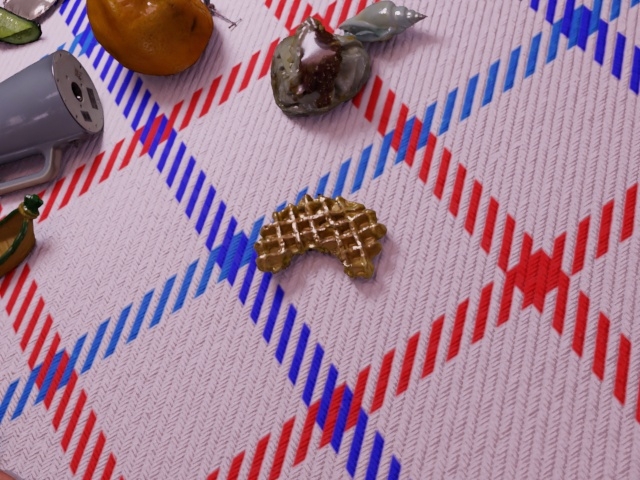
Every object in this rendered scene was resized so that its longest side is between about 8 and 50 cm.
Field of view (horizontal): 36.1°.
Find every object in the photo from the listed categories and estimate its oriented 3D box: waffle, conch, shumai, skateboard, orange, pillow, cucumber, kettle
[{"bbox_3d":[0.000,0.002,1.471,0.194,0.051,0.149,14,63,22],"label":"waffle"},{"bbox_3d":[0.101,-0.362,1.672,0.180,0.065,0.088,-4,55,35],"label":"conch"},{"bbox_3d":[-0.022,-0.298,1.626,0.184,0.142,0.184,-8,56,12],"label":"shumai"},{"bbox_3d":[-0.188,-0.435,1.836,0.083,0.064,0.032,37,61,25],"label":"skateboard"},{"bbox_3d":[-0.323,-0.409,1.768,0.183,0.249,0.249,-39,51,13],"label":"orange"},{"bbox_3d":[-0.554,-0.545,2.055,0.233,0.038,0.130,-45,57,-12],"label":"pillow"},{"bbox_3d":[-0.652,-0.438,2.017,0.220,0.046,0.070,26,72,34],"label":"cucumber"},{"bbox_3d":[-0.525,-0.197,1.762,0.243,0.160,0.211,-22,82,13],"label":"kettle"}]

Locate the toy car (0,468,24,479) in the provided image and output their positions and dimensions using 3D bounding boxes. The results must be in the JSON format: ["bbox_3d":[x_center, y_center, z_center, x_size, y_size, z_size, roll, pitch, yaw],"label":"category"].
[{"bbox_3d":[-0.503,0.407,1.280,0.180,0.212,0.271,23,67,31],"label":"toy car"}]

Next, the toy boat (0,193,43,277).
[{"bbox_3d":[-0.551,0.007,1.648,0.229,0.088,0.089,-36,52,-5],"label":"toy boat"}]
